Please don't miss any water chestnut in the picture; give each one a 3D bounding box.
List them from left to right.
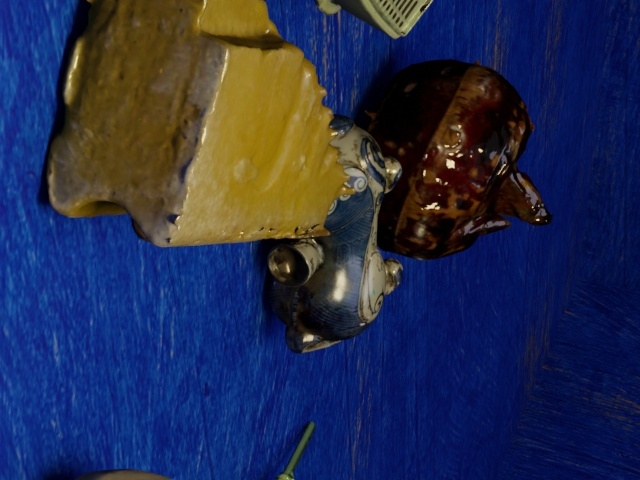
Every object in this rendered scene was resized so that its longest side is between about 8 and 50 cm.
[{"bbox_3d":[0.183,-0.098,1.986,0.300,0.300,0.300,15,90,-72],"label":"water chestnut"}]

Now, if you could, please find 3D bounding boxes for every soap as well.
[{"bbox_3d":[-0.070,-0.158,1.312,0.338,0.169,0.304,-6,113,-64],"label":"soap"}]

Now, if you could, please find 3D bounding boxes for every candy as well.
[{"bbox_3d":[-0.049,0.318,1.958,0.305,0.083,0.091,-55,153,-66],"label":"candy"}]

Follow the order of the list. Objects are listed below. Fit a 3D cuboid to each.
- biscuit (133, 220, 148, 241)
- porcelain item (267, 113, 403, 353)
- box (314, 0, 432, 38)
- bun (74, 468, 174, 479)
[{"bbox_3d":[-0.133,-0.078,1.437,0.124,0.026,0.175,74,35,-59],"label":"biscuit"},{"bbox_3d":[0.000,0.000,1.737,0.186,0.138,0.288,-36,137,-48],"label":"porcelain item"},{"bbox_3d":[0.077,-0.364,1.507,0.290,0.166,0.220,-53,162,1],"label":"box"},{"bbox_3d":[-0.184,0.391,1.333,0.362,0.234,0.326,-65,166,-10],"label":"bun"}]
